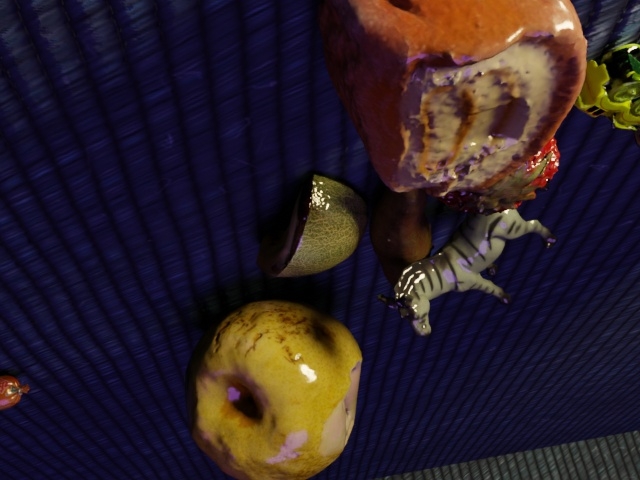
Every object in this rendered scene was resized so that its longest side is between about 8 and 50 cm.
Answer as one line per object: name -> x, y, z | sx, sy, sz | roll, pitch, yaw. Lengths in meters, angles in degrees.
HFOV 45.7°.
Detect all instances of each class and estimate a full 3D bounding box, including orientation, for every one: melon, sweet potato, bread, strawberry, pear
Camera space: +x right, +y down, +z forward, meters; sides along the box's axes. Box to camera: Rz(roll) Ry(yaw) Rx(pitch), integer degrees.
melon -> 0.000, 0.000, 0.872 | 0.128, 0.079, 0.160 | 4, 148, -24
sweet potato -> 0.094, -0.021, 0.881 | 0.077, 0.077, 0.244 | -12, 147, 1
bread -> 0.105, -0.133, 0.622 | 0.190, 0.123, 0.244 | -14, 153, 1
strawberry -> 0.174, -0.080, 0.786 | 0.145, 0.086, 0.145 | -11, 151, -6
pear -> -0.055, 0.205, 1.062 | 0.271, 0.271, 0.271 | -9, 152, -5

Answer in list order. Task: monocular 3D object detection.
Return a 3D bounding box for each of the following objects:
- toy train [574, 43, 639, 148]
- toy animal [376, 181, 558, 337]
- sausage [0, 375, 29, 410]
toy train -> 0.352, -0.133, 0.792 | 0.249, 0.053, 0.085 | 14, 151, -40
toy animal -> 0.178, 0.012, 0.891 | 0.176, 0.073, 0.217 | 11, 117, -41
sausage -> -0.607, 0.256, 1.142 | 0.347, 0.053, 0.053 | -13, 152, 2
